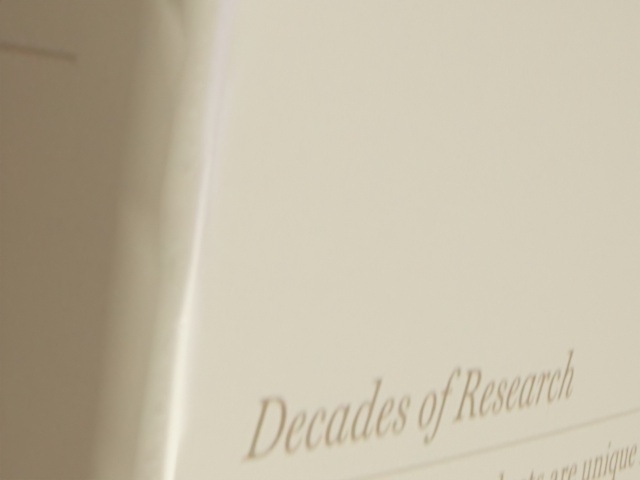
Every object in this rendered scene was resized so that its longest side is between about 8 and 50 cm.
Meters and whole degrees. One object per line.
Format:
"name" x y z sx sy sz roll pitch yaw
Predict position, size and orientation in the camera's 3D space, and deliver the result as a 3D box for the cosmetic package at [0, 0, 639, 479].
"cosmetic package" -0.091 0.074 0.536 0.327 0.329 0.393 -2 102 -58
